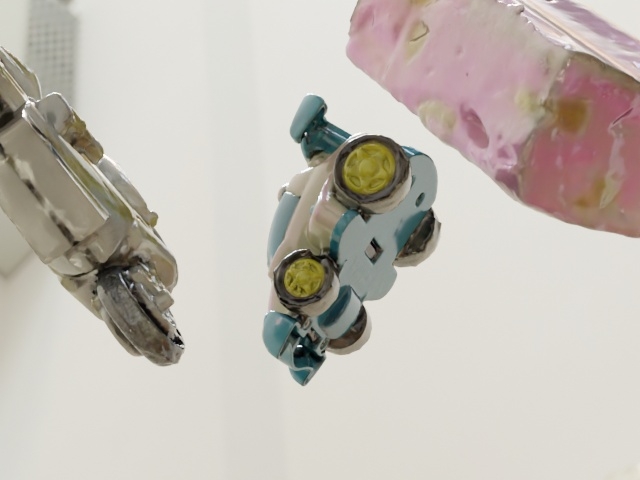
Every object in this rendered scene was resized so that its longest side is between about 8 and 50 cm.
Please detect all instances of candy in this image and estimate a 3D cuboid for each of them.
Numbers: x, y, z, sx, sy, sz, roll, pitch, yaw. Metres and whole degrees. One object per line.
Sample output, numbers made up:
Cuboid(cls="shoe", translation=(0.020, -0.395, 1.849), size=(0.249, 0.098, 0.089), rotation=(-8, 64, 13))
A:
Cuboid(cls="candy", translation=(0.143, -0.112, 1.343), size=(0.155, 0.116, 0.265), rotation=(10, -159, -32))

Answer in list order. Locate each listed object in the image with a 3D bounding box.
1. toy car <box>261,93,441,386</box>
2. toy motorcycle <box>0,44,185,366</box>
Cuboid(cls="toy car", translation=(0.000, 0.000, 1.227), size=(0.098, 0.161, 0.126), rotation=(33, 173, 24))
Cuboid(cls="toy motorcycle", translation=(-0.143, -0.027, 1.086), size=(0.229, 0.074, 0.151), rotation=(52, -174, 0))
